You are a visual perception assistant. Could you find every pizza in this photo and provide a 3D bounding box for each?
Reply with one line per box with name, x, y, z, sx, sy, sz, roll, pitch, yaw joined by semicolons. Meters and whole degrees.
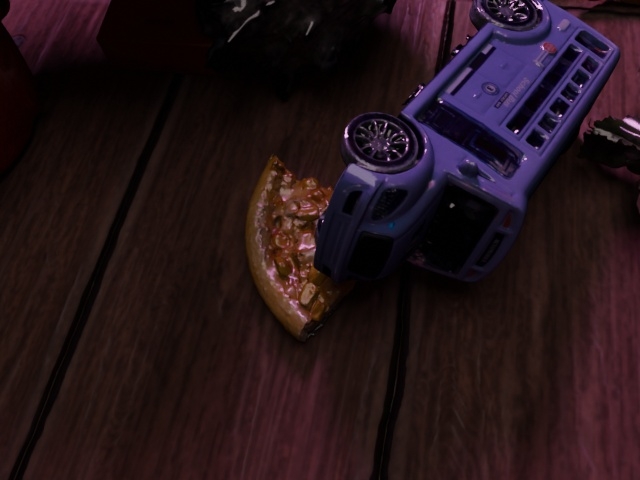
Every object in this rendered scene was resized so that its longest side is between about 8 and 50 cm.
pizza;0.000;0.000;0.557;0.130;0.041;0.178;1;60;4

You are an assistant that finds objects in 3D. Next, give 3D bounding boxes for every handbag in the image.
handbag;-0.148;-0.269;0.717;0.127;0.063;0.190;7;64;9

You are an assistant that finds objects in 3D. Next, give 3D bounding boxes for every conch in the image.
conch;-0.023;-0.292;0.611;0.240;0.186;0.313;17;99;16

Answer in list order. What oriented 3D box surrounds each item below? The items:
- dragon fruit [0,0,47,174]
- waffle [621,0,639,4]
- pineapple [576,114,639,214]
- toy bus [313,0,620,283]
dragon fruit;-0.428;-0.170;0.591;0.305;0.226;0.306;-1;59;2
waffle;0.356;-0.293;0.697;0.190;0.032;0.125;7;62;7
pineapple;0.338;0.004;0.470;0.174;0.175;0.361;-16;45;-4
toy bus;0.117;-0.071;0.517;0.133;0.125;0.292;34;57;13
